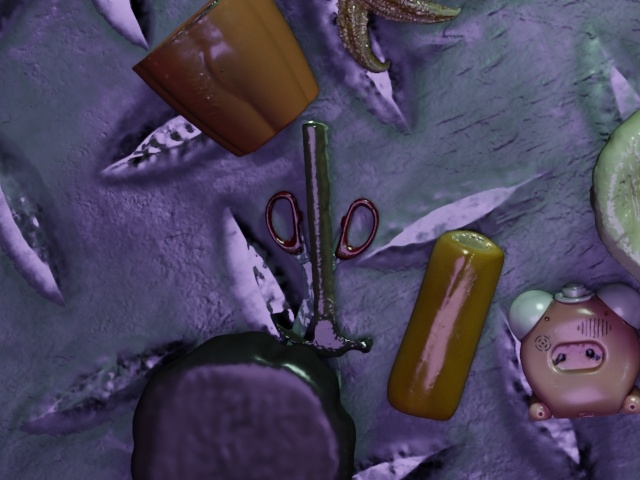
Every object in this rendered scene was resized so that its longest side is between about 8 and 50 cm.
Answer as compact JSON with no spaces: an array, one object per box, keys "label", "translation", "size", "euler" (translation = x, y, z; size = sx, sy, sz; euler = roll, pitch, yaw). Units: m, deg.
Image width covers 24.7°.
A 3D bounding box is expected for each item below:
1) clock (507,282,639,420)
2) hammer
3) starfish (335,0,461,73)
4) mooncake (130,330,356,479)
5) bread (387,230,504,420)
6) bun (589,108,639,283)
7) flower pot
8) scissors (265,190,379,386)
[{"label":"clock","translation":[0.314,0.132,1.766],"size":[0.166,0.093,0.162],"euler":[-6,92,10]},{"label":"hammer","translation":[0.000,0.000,1.815],"size":[0.125,0.027,0.297],"euler":[-1,99,5]},{"label":"starfish","translation":[0.059,-0.318,1.762],"size":[0.216,0.071,0.238],"euler":[11,113,25]},{"label":"mooncake","translation":[-0.091,0.250,1.816],"size":[0.283,0.141,0.283],"euler":[2,102,9]},{"label":"bread","translation":[0.152,0.105,1.797],"size":[0.092,0.074,0.239],"euler":[18,99,12]},{"label":"bun","translation":[0.414,-0.053,1.705],"size":[0.231,0.133,0.231],"euler":[0,88,0]},{"label":"flower pot","translation":[-0.101,-0.205,1.761],"size":[0.190,0.190,0.173],"euler":[-39,102,11]},{"label":"scissors","translation":[-0.005,0.065,1.847],"size":[0.144,0.017,0.247],"euler":[6,98,9]}]
